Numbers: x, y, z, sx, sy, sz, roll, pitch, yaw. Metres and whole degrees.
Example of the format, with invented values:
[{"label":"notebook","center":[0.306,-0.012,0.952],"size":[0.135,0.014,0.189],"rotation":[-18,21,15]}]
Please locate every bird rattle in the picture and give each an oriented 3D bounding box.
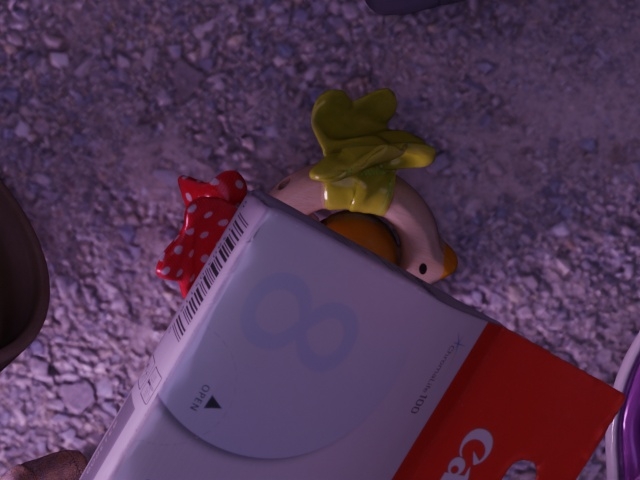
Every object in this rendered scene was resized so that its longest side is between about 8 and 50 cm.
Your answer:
[{"label":"bird rattle","center":[0.000,0.000,1.247],"size":[0.253,0.143,0.207],"rotation":[-37,111,10]}]

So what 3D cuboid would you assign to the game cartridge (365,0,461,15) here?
[{"label":"game cartridge","center":[0.174,-0.237,1.165],"size":[0.297,0.198,0.062],"rotation":[-12,97,5]}]

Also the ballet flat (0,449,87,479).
[{"label":"ballet flat","center":[-0.166,0.320,1.306],"size":[0.106,0.107,0.316],"rotation":[-34,94,-38]}]

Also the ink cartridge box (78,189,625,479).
[{"label":"ink cartridge box","center":[0.034,0.182,1.197],"size":[0.385,0.091,0.308],"rotation":[29,96,-15]}]

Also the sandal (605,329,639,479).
[{"label":"sandal","center":[0.321,0.253,1.268],"size":[0.169,0.102,0.416],"rotation":[9,100,2]}]

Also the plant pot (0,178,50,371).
[{"label":"plant pot","center":[-0.432,0.058,1.208],"size":[0.323,0.323,0.280],"rotation":[43,114,-3]}]
